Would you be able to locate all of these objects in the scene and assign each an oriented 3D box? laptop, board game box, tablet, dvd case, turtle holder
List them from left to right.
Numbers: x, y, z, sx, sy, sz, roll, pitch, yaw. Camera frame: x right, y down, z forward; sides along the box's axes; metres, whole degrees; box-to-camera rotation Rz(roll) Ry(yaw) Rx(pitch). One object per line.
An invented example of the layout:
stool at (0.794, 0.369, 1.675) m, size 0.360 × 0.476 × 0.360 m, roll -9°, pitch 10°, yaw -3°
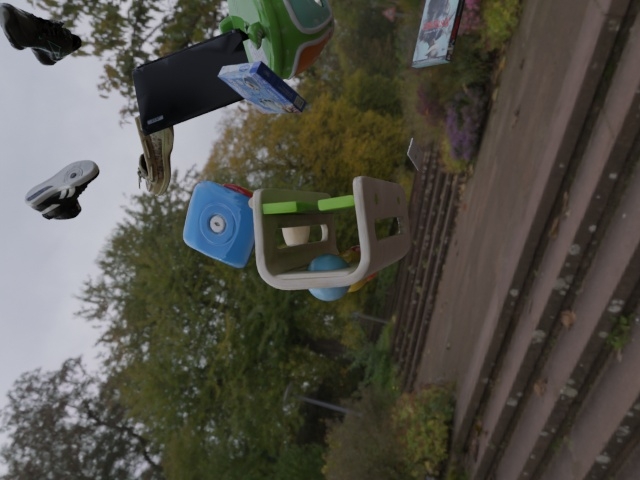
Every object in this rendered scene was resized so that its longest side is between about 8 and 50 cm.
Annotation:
laptop at (-0.246, -0.329, 1.122) m, size 0.264 × 0.234 × 0.137 m, roll -92°, pitch -17°, yaw -74°
board game box at (-0.079, -0.204, 0.737) m, size 0.090 × 0.090 × 0.020 m, roll 33°, pitch -103°, yaw -42°
turtle holder at (-0.112, -0.533, 1.292) m, size 0.227 × 0.320 × 0.243 m, roll -22°, pitch -31°, yaw -19°
tablet at (0.261, -0.236, 1.491) m, size 0.083 × 0.006 × 0.054 m, roll 42°, pitch -119°, yaw -48°
dvd case at (0.172, -0.314, 0.788) m, size 0.087 × 0.013 × 0.120 m, roll 27°, pitch 107°, yaw 64°

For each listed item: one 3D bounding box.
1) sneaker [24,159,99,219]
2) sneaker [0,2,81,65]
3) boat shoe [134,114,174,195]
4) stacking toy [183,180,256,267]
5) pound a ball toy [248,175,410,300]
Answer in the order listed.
sneaker at (-0.653, -0.127, 1.445) m, size 0.121 × 0.216 × 0.079 m, roll 55°, pitch -166°, yaw -54°
sneaker at (-0.635, -0.478, 1.237) m, size 0.267 × 0.106 × 0.101 m, roll -130°, pitch 24°, yaw -84°
boat shoe at (-0.433, -0.219, 1.387) m, size 0.105 × 0.089 × 0.285 m, roll 64°, pitch 149°, yaw 29°
stacking toy at (-0.171, -0.060, 1.304) m, size 0.302 × 0.175 × 0.166 m, roll -26°, pitch -43°, yaw -68°
pound a ball toy at (0.000, 0.000, 0.722) m, size 0.319 × 0.208 × 0.136 m, roll -9°, pitch -86°, yaw -73°
